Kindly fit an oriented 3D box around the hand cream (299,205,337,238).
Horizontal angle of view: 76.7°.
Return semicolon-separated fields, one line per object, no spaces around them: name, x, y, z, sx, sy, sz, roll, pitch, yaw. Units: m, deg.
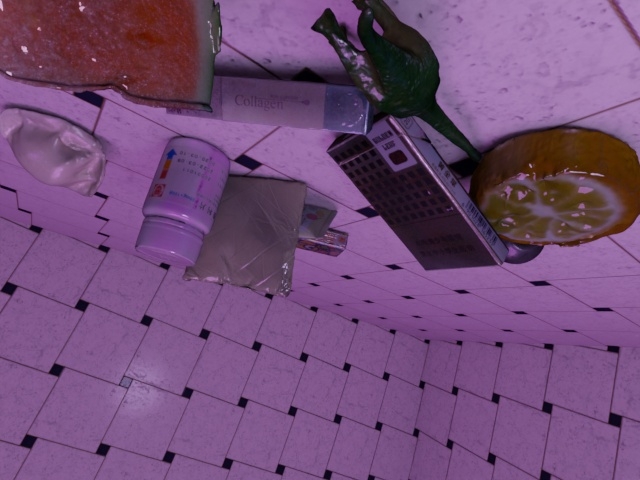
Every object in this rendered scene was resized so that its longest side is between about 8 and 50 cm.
hand cream;-0.118;-0.060;1.056;0.305;0.147;0.093;5;122;18

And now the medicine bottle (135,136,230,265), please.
medicine bottle;-0.299;-0.082;0.884;0.151;0.255;0.152;10;163;3

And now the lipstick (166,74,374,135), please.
lipstick;-0.079;-0.211;0.614;0.317;0.066;0.068;9;-157;13

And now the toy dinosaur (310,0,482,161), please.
toy dinosaur;0.126;-0.147;0.473;0.087;0.447;0.301;-37;104;24

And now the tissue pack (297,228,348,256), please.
tissue pack;0.000;0.000;1.249;0.148;0.060;0.108;14;163;-9

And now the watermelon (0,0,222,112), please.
watermelon;-0.221;-0.295;0.322;0.222;0.319;0.292;-40;173;34

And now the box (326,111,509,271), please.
box;0.168;-0.073;0.717;0.325;0.047;0.180;48;153;-17

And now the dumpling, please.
dumpling;-0.614;-0.216;0.949;0.179;0.131;0.252;-24;123;30

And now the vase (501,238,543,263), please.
vase;0.411;-0.006;0.893;0.120;0.120;0.183;12;176;3

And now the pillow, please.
pillow;-0.181;-0.019;0.977;0.280;0.275;0.076;7;175;15

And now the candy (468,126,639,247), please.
candy;0.383;-0.077;0.675;0.259;0.118;0.260;11;159;4
